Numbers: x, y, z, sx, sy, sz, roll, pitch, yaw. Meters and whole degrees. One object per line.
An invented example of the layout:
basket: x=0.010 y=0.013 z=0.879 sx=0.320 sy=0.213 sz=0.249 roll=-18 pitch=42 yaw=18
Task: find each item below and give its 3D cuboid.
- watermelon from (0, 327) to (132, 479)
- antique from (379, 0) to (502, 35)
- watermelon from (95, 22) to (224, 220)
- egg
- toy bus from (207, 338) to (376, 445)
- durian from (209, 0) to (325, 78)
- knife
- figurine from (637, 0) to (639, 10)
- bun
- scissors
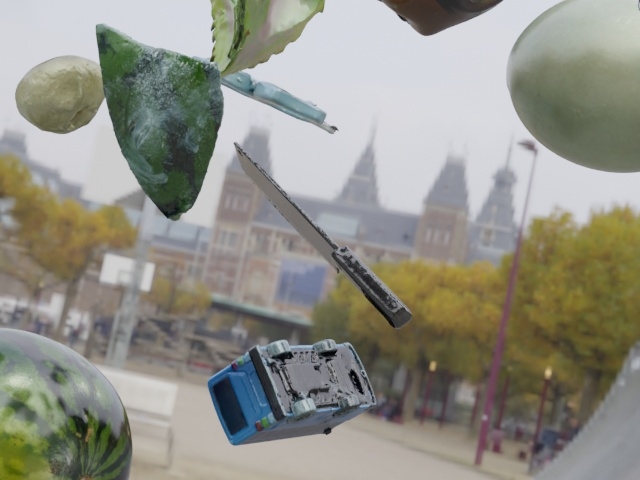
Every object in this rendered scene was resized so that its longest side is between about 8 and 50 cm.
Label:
watermelon: x=-0.360 y=0.234 z=1.343 sx=0.285 sy=0.285 sz=0.285 roll=12 pitch=-6 yaw=1
antique: x=0.189 y=-0.389 z=1.545 sx=0.129 sy=0.278 sz=0.223 roll=47 pitch=7 yaw=35
watermelon: x=-0.120 y=-0.096 z=0.986 sx=0.101 sy=0.155 sz=0.080 roll=-3 pitch=-6 yaw=17
egg: x=0.305 y=-0.165 z=1.257 sx=0.253 sy=0.187 sz=0.186 roll=23 pitch=4 yaw=44
toy bus: x=-0.029 y=0.170 z=1.353 sx=0.106 sy=0.090 sz=0.184 roll=-36 pitch=-23 yaw=28
durian: x=-0.027 y=-0.313 z=0.982 sx=0.157 sy=0.356 sz=0.169 roll=4 pitch=34 yaw=-1
knife: x=0.000 y=0.000 z=1.146 sx=0.245 sy=0.019 sz=0.072 roll=46 pitch=-12 yaw=22
figurine: x=0.228 y=-0.327 z=0.682 sx=0.248 sy=0.388 sz=0.276 roll=-9 pitch=16 yaw=-8
bun: x=-0.231 y=-0.125 z=1.089 sx=0.086 sy=0.055 sz=0.086 roll=-19 pitch=-18 yaw=-6
scissors: x=-0.037 y=-0.180 z=1.616 sx=0.191 sy=0.029 sz=0.360 roll=24 pitch=5 yaw=19
